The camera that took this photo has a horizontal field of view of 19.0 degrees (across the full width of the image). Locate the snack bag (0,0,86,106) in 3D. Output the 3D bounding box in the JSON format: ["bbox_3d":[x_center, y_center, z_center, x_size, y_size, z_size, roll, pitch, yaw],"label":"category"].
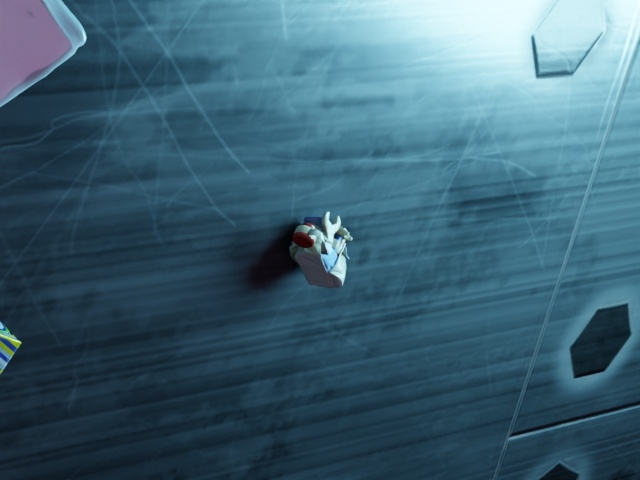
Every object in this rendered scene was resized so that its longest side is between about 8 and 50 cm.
[{"bbox_3d":[-0.337,-0.144,1.096,0.342,0.037,0.323,-36,110,-14],"label":"snack bag"}]

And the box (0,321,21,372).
[{"bbox_3d":[-0.301,0.062,1.384,0.169,0.054,0.059,28,98,-51],"label":"box"}]

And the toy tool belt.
[{"bbox_3d":[0.000,0.000,1.640,0.083,0.052,0.051,66,37,-50],"label":"toy tool belt"}]
